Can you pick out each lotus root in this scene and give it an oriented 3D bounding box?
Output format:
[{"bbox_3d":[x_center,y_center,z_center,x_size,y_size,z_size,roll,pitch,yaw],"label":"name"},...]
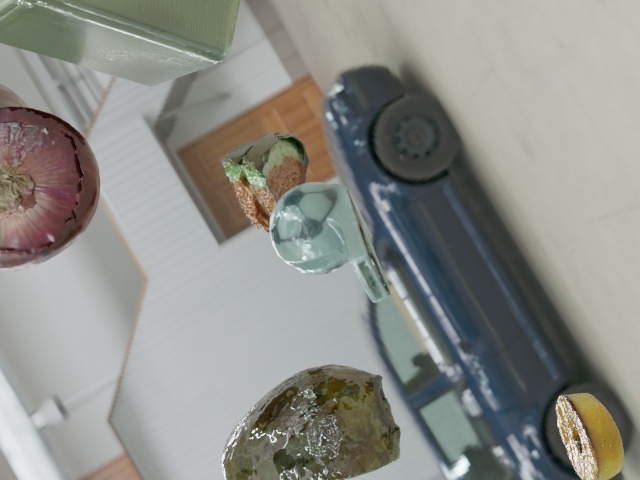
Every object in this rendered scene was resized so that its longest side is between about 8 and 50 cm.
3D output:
[{"bbox_3d":[-0.036,0.318,1.835,0.142,0.314,0.210,2,-120,-52],"label":"lotus root"}]

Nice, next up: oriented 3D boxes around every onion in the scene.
[{"bbox_3d":[-0.435,-0.074,1.583,0.248,0.248,0.161,60,174,-13],"label":"onion"}]

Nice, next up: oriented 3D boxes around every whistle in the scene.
[{"bbox_3d":[0.000,0.000,1.781,0.290,0.163,0.163,-107,-10,-53],"label":"whistle"}]

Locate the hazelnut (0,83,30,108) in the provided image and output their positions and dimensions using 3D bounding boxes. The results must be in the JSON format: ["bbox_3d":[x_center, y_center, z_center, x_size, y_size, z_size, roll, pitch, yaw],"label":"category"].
[{"bbox_3d":[-0.722,-0.152,2.358,0.409,0.359,0.359,53,174,39],"label":"hazelnut"}]

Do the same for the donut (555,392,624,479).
[{"bbox_3d":[0.416,0.304,1.736,0.152,0.058,0.152,165,90,-82],"label":"donut"}]

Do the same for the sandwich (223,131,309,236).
[{"bbox_3d":[-0.113,-0.135,2.440,0.292,0.109,0.212,-62,-34,-55],"label":"sandwich"}]

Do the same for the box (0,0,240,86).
[{"bbox_3d":[-0.352,-0.384,1.794,0.343,0.177,0.352,14,172,-31],"label":"box"}]
